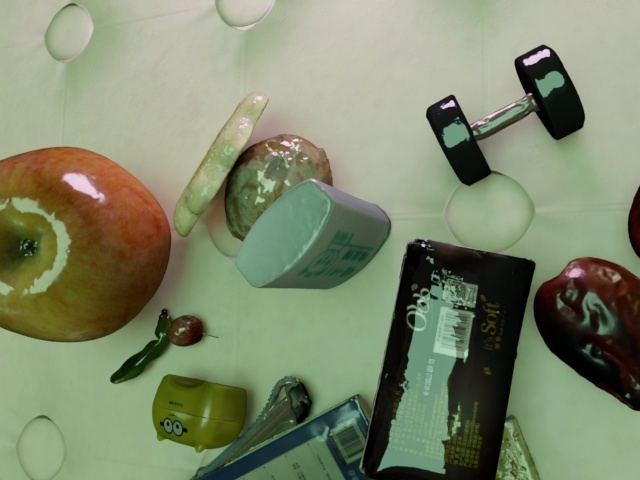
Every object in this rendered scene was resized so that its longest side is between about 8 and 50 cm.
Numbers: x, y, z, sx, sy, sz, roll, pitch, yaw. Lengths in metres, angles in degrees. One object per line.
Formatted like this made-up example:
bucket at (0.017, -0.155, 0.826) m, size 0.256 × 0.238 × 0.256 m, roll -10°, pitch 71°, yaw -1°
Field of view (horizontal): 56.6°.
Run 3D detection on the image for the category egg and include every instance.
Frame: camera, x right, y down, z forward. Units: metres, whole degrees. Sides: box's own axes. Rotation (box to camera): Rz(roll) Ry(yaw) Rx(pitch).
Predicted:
egg at (-0.082, -0.088, 1.103) m, size 0.233 × 0.195 × 0.195 m, roll -46°, pitch 69°, yaw 24°

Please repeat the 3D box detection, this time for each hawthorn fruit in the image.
hawthorn fruit at (-0.258, 0.187, 1.208) m, size 0.103 × 0.067 × 0.067 m, roll 5°, pitch 85°, yaw 20°

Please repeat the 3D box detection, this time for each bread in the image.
bread at (-0.195, -0.148, 1.122) m, size 0.054 × 0.316 × 0.316 m, roll 31°, pitch 97°, yaw -15°
bread at (0.315, 0.371, 0.974) m, size 0.068 × 0.028 × 0.154 m, roll -23°, pitch 74°, yaw 20°

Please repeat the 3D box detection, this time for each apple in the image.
apple at (-0.496, 0.009, 1.136) m, size 0.391 × 0.346 × 0.391 m, roll 0°, pitch 99°, yaw 1°

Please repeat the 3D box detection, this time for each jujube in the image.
jujube at (0.431, 0.140, 0.889) m, size 0.168 × 0.168 × 0.236 m, roll -37°, pitch 75°, yaw 14°

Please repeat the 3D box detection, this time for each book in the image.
book at (-0.038, 0.504, 1.076) m, size 0.428 × 0.039 × 0.300 m, roll -31°, pitch 81°, yaw 15°

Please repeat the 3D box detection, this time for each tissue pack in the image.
tissue pack at (-0.234, 0.330, 1.137) m, size 0.178 × 0.123 × 0.127 m, roll 1°, pitch 74°, yaw 37°
tissue pack at (0.194, 0.188, 0.931) m, size 0.210 × 0.198 × 0.370 m, roll 12°, pitch 82°, yaw 16°

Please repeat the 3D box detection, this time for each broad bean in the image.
broad bean at (-0.368, 0.237, 1.255) m, size 0.061 × 0.046 × 0.195 m, roll 38°, pitch 93°, yaw 33°

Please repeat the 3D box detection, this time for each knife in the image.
knife at (-0.146, 0.399, 1.151) m, size 0.365 × 0.043 × 0.089 m, roll -46°, pitch 70°, yaw 13°

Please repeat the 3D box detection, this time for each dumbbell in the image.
dumbbell at (0.302, -0.204, 0.981) m, size 0.218 × 0.152 × 0.152 m, roll -27°, pitch 74°, yaw 17°

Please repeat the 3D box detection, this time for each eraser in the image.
eraser at (0.000, 0.000, 1.005) m, size 0.189 × 0.290 × 0.104 m, roll -43°, pitch 71°, yaw 15°

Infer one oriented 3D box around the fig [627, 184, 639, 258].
fig at (0.579, -0.013, 0.849) m, size 0.249 × 0.204 × 0.186 m, roll 18°, pitch 127°, yaw -9°
